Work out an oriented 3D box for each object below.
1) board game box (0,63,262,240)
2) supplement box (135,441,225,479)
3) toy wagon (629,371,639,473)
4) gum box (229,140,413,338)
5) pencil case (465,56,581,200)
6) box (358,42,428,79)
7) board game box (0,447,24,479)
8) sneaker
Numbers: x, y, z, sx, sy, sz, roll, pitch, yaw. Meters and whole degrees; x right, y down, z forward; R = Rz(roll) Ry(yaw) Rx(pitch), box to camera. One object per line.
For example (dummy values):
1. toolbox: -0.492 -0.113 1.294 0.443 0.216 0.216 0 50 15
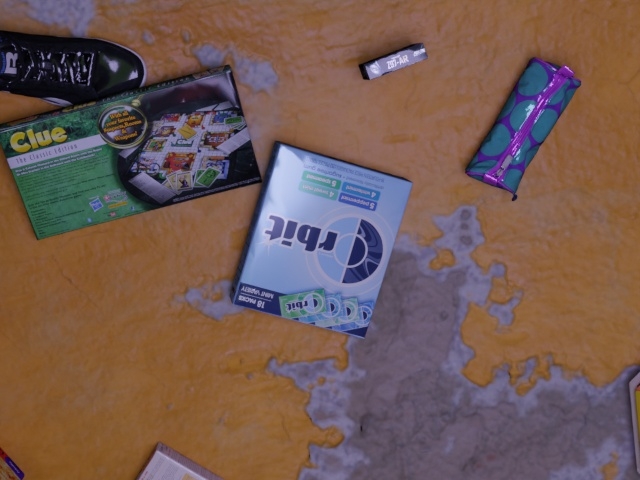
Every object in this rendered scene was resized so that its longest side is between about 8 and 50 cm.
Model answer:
1. board game box: -0.205 -0.095 1.227 0.259 0.030 0.136 -14 118 0
2. supplement box: -0.161 0.285 1.293 0.098 0.036 0.062 32 96 -6
3. toy wagon: 0.506 0.204 1.201 0.344 0.068 0.267 -1 102 37
4. gum box: 0.000 0.000 1.247 0.157 0.041 0.184 16 98 -13
5. pencil case: 0.223 -0.124 1.234 0.064 0.070 0.152 29 95 -5
6. box: 0.077 -0.193 1.212 0.067 0.083 0.018 -21 99 2
7. board game box: -0.400 0.243 1.201 0.045 0.193 0.147 -39 98 4
8. sneaker: -0.297 -0.179 1.183 0.217 0.121 0.079 5 98 -2
